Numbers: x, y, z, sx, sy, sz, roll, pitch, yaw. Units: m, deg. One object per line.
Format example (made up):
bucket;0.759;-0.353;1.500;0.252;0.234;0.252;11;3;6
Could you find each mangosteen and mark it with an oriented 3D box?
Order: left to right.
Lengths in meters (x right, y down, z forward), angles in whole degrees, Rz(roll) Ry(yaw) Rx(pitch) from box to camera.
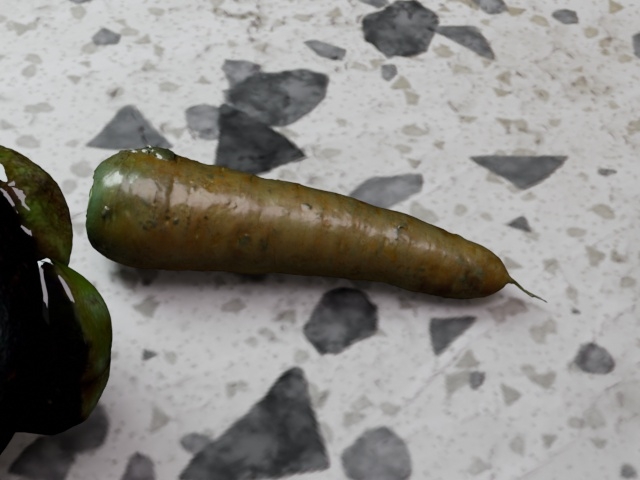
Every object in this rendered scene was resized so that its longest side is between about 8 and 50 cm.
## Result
mangosteen;-0.233;0.037;0.660;0.243;0.243;0.243;3;47;-3

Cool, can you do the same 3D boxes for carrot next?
carrot;0.000;0.000;0.808;0.298;0.078;0.078;11;46;-3
